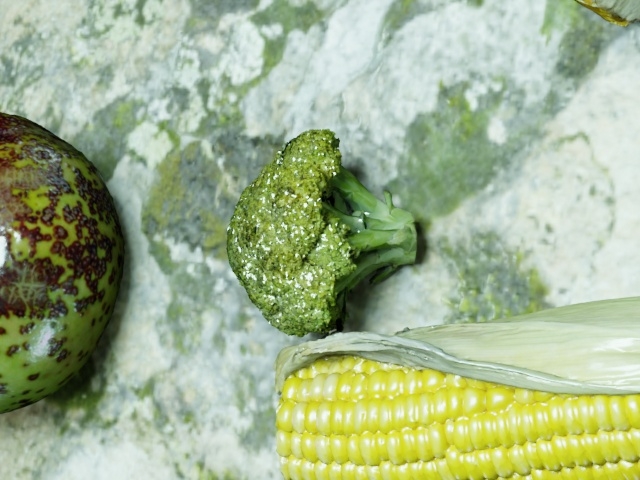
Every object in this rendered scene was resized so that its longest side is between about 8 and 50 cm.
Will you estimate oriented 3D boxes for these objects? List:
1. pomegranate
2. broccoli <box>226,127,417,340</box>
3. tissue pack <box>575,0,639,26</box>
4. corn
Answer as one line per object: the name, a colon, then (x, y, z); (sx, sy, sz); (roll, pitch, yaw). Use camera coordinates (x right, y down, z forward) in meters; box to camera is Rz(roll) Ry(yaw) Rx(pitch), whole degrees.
pomegranate: (-0.255, 0.006, 1.337); (0.214, 0.248, 0.214); (-10, 71, 30)
broccoli: (0.000, 0.000, 1.245); (0.120, 0.130, 0.131); (-4, 42, -5)
tissue pack: (0.150, -0.264, 1.192); (0.226, 0.092, 0.183); (42, 106, 30)
corn: (0.103, 0.095, 1.138); (0.305, 0.123, 0.122); (-7, 102, 30)
